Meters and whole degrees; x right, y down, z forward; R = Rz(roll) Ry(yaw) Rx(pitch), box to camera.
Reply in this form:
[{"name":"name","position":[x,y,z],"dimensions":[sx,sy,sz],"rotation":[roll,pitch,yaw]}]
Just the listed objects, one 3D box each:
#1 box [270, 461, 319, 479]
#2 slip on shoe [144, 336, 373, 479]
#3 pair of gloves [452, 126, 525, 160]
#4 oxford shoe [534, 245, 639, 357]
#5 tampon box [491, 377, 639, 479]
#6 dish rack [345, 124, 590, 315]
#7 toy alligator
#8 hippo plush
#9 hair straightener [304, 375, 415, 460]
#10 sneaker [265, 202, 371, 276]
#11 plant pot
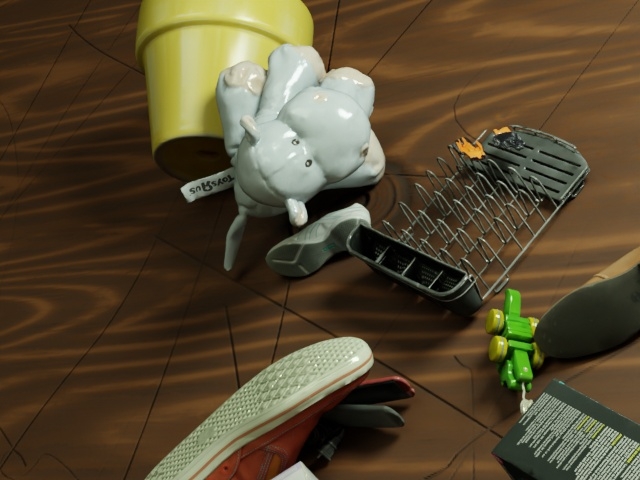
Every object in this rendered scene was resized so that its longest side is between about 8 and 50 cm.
[{"name":"box","position":[-0.132,0.366,1.711],"dimensions":[0.324,0.067,0.063],"rotation":[-34,38,9]},{"name":"slip on shoe","position":[-0.064,0.228,1.743],"dimensions":[0.331,0.101,0.123],"rotation":[-41,17,11]},{"name":"pair of gloves","position":[0.205,-0.116,1.860],"dimensions":[0.083,0.010,0.074],"rotation":[-12,26,-10]},{"name":"oxford shoe","position":[0.326,0.057,1.654],"dimensions":[0.212,0.076,0.076],"rotation":[-33,10,11]},{"name":"tampon box","position":[0.271,0.229,1.470],"dimensions":[0.101,0.120,0.161],"rotation":[-48,39,-11]},{"name":"dish rack","position":[0.185,-0.040,1.844],"dimensions":[0.271,0.074,0.208],"rotation":[-48,40,-13]},{"name":"toy alligator","position":[0.211,0.135,1.673],"dimensions":[0.190,0.056,0.051],"rotation":[-92,19,-44]},{"name":"hippo plush","position":[-0.056,-0.133,1.931],"dimensions":[0.294,0.234,0.236],"rotation":[-30,0,-1]},{"name":"hair straightener","position":[-0.001,0.210,1.771],"dimensions":[0.230,0.047,0.089],"rotation":[-8,48,34]},{"name":"sneaker","position":[0.000,0.000,1.983],"dimensions":[0.152,0.054,0.061],"rotation":[-23,25,16]},{"name":"plant pot","position":[-0.145,-0.216,2.168],"dimensions":[0.254,0.254,0.239],"rotation":[-11,60,31]}]
